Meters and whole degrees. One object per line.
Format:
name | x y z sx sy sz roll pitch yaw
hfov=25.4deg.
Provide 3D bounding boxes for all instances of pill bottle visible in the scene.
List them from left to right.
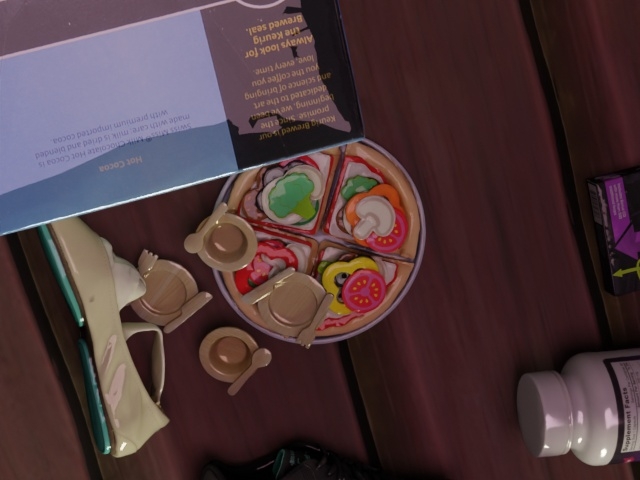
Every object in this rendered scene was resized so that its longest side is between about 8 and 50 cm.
pill bottle | 0.290 0.155 1.341 0.194 0.108 0.108 -5 104 -10

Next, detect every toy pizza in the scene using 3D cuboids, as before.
toy pizza | 0.000 0.000 1.283 0.201 0.032 0.201 -3 104 -11

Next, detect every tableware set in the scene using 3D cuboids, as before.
tableware set | -0.083 0.052 1.261 0.169 0.020 0.141 42 109 -11

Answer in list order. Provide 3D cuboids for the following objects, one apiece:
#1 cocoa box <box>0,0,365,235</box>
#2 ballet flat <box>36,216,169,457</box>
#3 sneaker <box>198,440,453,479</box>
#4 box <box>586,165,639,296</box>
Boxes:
cocoa box | -0.171 -0.157 1.104 0.347 0.231 0.228 -15 106 -8
ballet flat | -0.183 0.069 1.240 0.086 0.086 0.248 -14 111 -8
sneaker | 0.013 0.242 1.309 0.267 0.101 0.106 -6 102 -11
box | 0.341 -0.022 1.351 0.162 0.029 0.116 -16 106 -9
